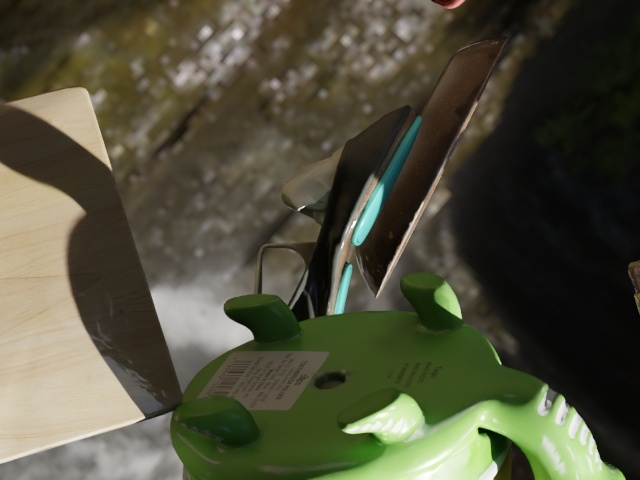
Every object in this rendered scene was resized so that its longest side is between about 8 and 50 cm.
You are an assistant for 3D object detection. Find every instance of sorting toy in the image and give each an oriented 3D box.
[{"bbox_3d":[-0.266,0.044,1.479,0.257,0.255,0.089,-16,171,-15],"label":"sorting toy"}]

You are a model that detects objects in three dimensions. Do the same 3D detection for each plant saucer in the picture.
[{"bbox_3d":[0.111,-0.086,2.110,0.310,0.050,0.310,-62,178,-5],"label":"plant saucer"}]

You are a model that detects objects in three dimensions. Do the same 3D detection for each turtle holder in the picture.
[{"bbox_3d":[0.055,0.167,1.525,0.320,0.227,0.243,-14,-155,-2],"label":"turtle holder"}]

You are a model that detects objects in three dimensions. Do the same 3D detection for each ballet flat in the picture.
[{"bbox_3d":[0.000,0.000,1.741,0.095,0.096,0.280,79,32,-83],"label":"ballet flat"}]

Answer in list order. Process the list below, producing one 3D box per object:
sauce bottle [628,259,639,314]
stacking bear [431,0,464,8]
[{"bbox_3d":[0.443,0.176,2.222,0.111,0.344,0.111,-17,179,0],"label":"sauce bottle"},{"bbox_3d":[0.175,-0.391,1.897,0.289,0.175,0.164,-46,-178,-18],"label":"stacking bear"}]
